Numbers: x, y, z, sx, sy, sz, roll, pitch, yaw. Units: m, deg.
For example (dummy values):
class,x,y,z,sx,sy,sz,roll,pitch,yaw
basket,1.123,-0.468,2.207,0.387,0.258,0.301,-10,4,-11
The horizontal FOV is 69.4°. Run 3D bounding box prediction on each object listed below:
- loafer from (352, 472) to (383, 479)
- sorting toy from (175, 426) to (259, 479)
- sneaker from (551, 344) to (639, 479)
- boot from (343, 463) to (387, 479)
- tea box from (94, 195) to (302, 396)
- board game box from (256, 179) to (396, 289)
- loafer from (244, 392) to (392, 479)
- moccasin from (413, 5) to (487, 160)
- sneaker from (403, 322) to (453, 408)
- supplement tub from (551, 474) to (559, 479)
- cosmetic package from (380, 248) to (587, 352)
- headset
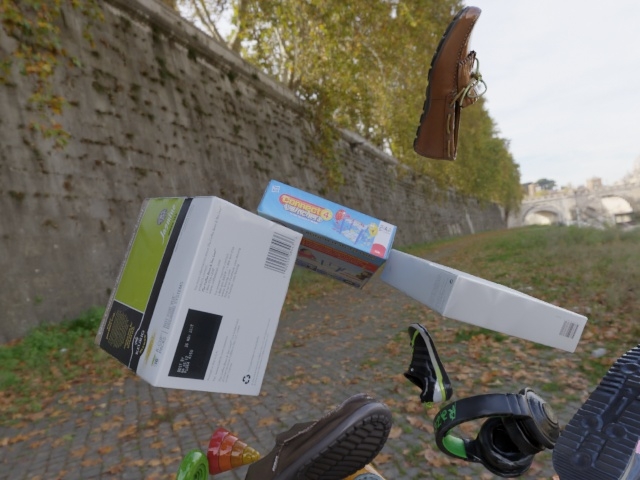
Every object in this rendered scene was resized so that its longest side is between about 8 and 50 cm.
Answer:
class,x,y,z,sx,sy,sz,roll,pitch,yaw
loafer,0.084,0.507,0.727,0.096,0.267,0.084,-7,-18,4
sorting toy,-0.255,0.573,1.126,0.126,0.126,0.365,0,-1,15
sneaker,0.446,0.256,0.635,0.319,0.131,0.112,-33,19,-16
boot,0.140,0.608,1.161,0.212,0.294,0.104,15,41,34
tea box,-0.252,0.100,0.931,0.220,0.328,0.324,23,-11,-41
board game box,0.000,0.000,1.159,0.309,0.086,0.302,21,-20,0
loafer,-0.029,0.384,0.851,0.366,0.130,0.134,-43,-51,16
moccasin,0.334,-0.367,1.137,0.147,0.379,0.139,19,37,17
sneaker,0.256,0.316,1.195,0.097,0.084,0.234,-17,44,-2
supplement tub,0.588,0.735,1.070,0.194,0.315,0.193,13,-4,1
cosmetic package,0.373,0.137,1.098,0.378,0.097,0.284,18,6,-21
headset,0.455,0.460,1.038,0.395,0.185,0.243,9,-48,-8
